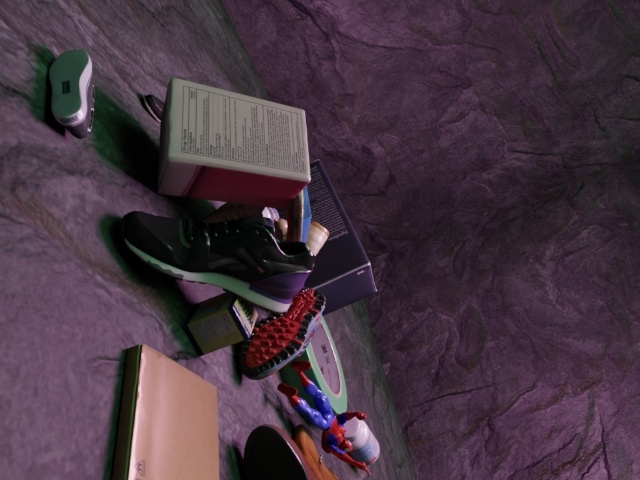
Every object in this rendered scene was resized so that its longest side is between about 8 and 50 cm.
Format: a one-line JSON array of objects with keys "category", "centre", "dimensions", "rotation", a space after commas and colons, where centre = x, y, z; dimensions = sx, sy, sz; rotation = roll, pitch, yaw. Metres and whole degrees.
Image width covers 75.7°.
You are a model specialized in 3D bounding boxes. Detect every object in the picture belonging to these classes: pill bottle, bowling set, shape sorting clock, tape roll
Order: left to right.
[{"category": "bowling set", "centre": [-0.142, -0.031, 0.857], "dimensions": [0.287, 0.154, 0.200], "rotation": [58, 12, -50]}, {"category": "pill bottle", "centre": [-0.161, -0.058, 1.081], "dimensions": [0.137, 0.078, 0.078], "rotation": [-20, 88, -82]}, {"category": "shape sorting clock", "centre": [-0.054, -0.057, 0.836], "dimensions": [0.206, 0.040, 0.206], "rotation": [178, -90, -78]}, {"category": "tape roll", "centre": [-0.024, 0.294, 1.056], "dimensions": [0.321, 0.077, 0.321], "rotation": [-23, 90, -82]}, {"category": "pill bottle", "centre": [0.104, 0.558, 1.157], "dimensions": [0.087, 0.087, 0.160], "rotation": [-101, 166, -54]}]

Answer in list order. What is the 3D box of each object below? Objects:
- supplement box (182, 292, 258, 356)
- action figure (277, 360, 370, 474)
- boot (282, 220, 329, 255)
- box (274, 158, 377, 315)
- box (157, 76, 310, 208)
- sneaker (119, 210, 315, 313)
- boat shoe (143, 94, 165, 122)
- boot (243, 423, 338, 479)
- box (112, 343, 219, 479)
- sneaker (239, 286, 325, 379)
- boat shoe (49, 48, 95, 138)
[{"category": "supplement box", "centre": [-0.151, 0.122, 0.636], "dimensions": [0.083, 0.083, 0.056], "rotation": [-86, 153, -73]}, {"category": "action figure", "centre": [0.033, 0.371, 0.844], "dimensions": [0.091, 0.139, 0.280], "rotation": [-55, 133, -37]}, {"category": "boot", "centre": [-0.099, 0.067, 1.038], "dimensions": [0.095, 0.262, 0.203], "rotation": [36, 63, -25]}, {"category": "box", "centre": [0.000, 0.000, 1.330], "dimensions": [0.293, 0.212, 0.395], "rotation": [65, 1, -64]}, {"category": "box", "centre": [-0.149, -0.154, 0.705], "dimensions": [0.127, 0.232, 0.148], "rotation": [-36, -127, 56]}, {"category": "sneaker", "centre": [-0.134, 0.000, 0.603], "dimensions": [0.283, 0.124, 0.107], "rotation": [26, 18, -33]}, {"category": "boat shoe", "centre": [-0.299, -0.252, 0.818], "dimensions": [0.133, 0.042, 0.049], "rotation": [41, 30, -70]}, {"category": "boot", "centre": [-0.029, 0.390, 0.719], "dimensions": [0.264, 0.096, 0.280], "rotation": [55, 2, 0]}, {"category": "box", "centre": [-0.163, 0.238, 0.462], "dimensions": [0.164, 0.021, 0.201], "rotation": [59, 11, -47]}, {"category": "sneaker", "centre": [-0.063, 0.203, 0.815], "dimensions": [0.262, 0.104, 0.125], "rotation": [-38, 140, -55]}, {"category": "boat shoe", "centre": [-0.317, -0.191, 0.531], "dimensions": [0.040, 0.049, 0.142], "rotation": [92, -15, -58]}]
